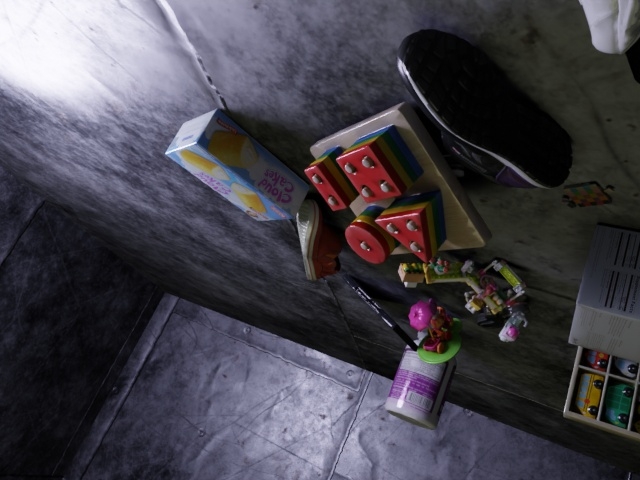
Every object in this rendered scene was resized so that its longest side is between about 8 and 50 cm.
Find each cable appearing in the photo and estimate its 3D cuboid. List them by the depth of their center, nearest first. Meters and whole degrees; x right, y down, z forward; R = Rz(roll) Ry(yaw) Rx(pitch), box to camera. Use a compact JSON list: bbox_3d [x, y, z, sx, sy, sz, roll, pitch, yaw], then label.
[{"bbox_3d":[0.438,0.165,1.318,0.140,0.072,0.287,-3,164,20],"label":"cable"}]

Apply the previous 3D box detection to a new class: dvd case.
[{"bbox_3d":[0.176,0.211,1.584,0.253,0.022,0.180,45,178,43],"label":"dvd case"}]

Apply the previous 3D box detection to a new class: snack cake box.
[{"bbox_3d":[-0.171,-0.148,1.131,0.264,0.089,0.152,37,156,-32],"label":"snack cake box"}]

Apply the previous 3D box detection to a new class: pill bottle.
[{"bbox_3d":[0.329,0.421,1.692,0.169,0.301,0.169,22,160,9],"label":"pill bottle"}]

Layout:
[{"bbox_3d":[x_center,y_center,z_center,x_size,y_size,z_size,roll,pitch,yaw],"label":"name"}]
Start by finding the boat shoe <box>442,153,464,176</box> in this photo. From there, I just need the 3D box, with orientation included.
[{"bbox_3d":[0.179,-0.121,0.864,0.046,0.038,0.125,4,-177,-33],"label":"boat shoe"}]

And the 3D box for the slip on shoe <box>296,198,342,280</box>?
[{"bbox_3d":[0.000,0.000,1.312,0.102,0.122,0.331,-10,151,0],"label":"slip on shoe"}]

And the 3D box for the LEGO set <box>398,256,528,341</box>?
[{"bbox_3d":[0.315,0.085,1.124,0.287,0.132,0.107,30,152,2],"label":"LEGO set"}]

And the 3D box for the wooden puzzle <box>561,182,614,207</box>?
[{"bbox_3d":[0.394,-0.067,0.794,0.049,0.006,0.083,35,158,-27],"label":"wooden puzzle"}]

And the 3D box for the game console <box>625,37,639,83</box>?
[{"bbox_3d":[0.351,-0.197,0.503,0.107,0.071,0.122,-26,134,27],"label":"game console"}]

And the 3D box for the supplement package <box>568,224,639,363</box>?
[{"bbox_3d":[0.525,0.099,0.856,0.203,0.149,0.194,14,158,27],"label":"supplement package"}]

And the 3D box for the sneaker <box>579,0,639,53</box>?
[{"bbox_3d":[0.209,-0.255,0.428,0.115,0.090,0.232,17,150,43],"label":"sneaker"}]

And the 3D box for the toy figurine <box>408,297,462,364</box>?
[{"bbox_3d":[0.312,0.225,1.486,0.130,0.173,0.159,2,131,47],"label":"toy figurine"}]

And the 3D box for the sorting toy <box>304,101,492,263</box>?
[{"bbox_3d":[0.104,-0.065,0.890,0.255,0.089,0.257,53,152,-16],"label":"sorting toy"}]

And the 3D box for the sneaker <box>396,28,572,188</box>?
[{"bbox_3d":[0.185,-0.147,0.697,0.283,0.107,0.124,33,165,-23],"label":"sneaker"}]

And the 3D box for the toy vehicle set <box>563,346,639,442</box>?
[{"bbox_3d":[0.543,0.208,0.941,0.166,0.266,0.035,12,157,29],"label":"toy vehicle set"}]
